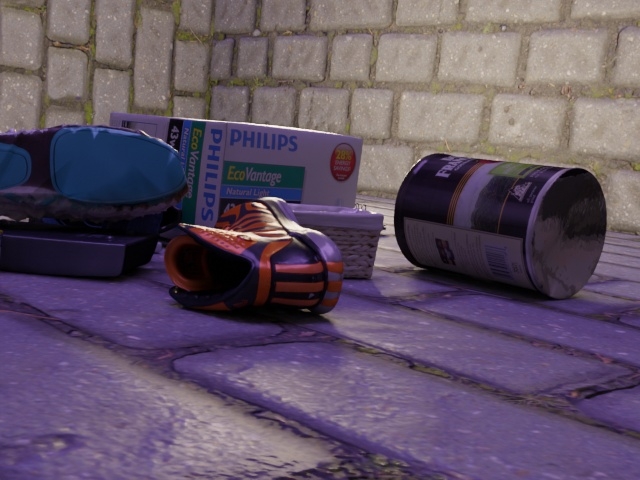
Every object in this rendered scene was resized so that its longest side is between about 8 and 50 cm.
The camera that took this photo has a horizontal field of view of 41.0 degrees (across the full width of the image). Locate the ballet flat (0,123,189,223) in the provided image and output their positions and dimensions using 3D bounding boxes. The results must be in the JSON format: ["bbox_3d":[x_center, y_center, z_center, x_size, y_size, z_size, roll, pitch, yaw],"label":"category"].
[{"bbox_3d":[-0.394,-0.089,1.218,0.408,0.147,0.147,2,7,-11],"label":"ballet flat"}]

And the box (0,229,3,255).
[{"bbox_3d":[-0.443,0.019,1.000,0.054,0.059,0.169,9,7,11],"label":"box"}]

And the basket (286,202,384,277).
[{"bbox_3d":[0.000,0.000,1.325,0.167,0.103,0.113,2,7,-21],"label":"basket"}]

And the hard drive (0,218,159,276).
[{"bbox_3d":[-0.366,0.008,1.176,0.254,0.054,0.172,5,6,5],"label":"hard drive"}]

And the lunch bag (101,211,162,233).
[{"bbox_3d":[-0.292,-0.018,1.297,0.065,0.099,0.067,32,18,32],"label":"lunch bag"}]

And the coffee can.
[{"bbox_3d":[0.286,-0.030,1.379,0.201,0.202,0.275,-1,9,-42],"label":"coffee can"}]

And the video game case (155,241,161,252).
[{"bbox_3d":[-0.361,0.002,1.391,0.157,0.019,0.143,-1,8,-38],"label":"video game case"}]

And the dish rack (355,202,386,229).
[{"bbox_3d":[0.013,-0.063,2.016,0.271,0.074,0.208,11,10,40],"label":"dish rack"}]

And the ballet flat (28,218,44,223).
[{"bbox_3d":[-0.444,-0.034,1.503,0.057,0.049,0.173,9,7,20],"label":"ballet flat"}]

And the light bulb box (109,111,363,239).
[{"bbox_3d":[-0.172,-0.116,1.661,0.361,0.226,0.357,12,9,43],"label":"light bulb box"}]

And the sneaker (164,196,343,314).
[{"bbox_3d":[-0.116,0.008,1.068,0.180,0.125,0.321,3,7,-27],"label":"sneaker"}]

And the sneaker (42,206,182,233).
[{"bbox_3d":[-0.336,-0.049,1.405,0.090,0.082,0.232,0,1,43],"label":"sneaker"}]
